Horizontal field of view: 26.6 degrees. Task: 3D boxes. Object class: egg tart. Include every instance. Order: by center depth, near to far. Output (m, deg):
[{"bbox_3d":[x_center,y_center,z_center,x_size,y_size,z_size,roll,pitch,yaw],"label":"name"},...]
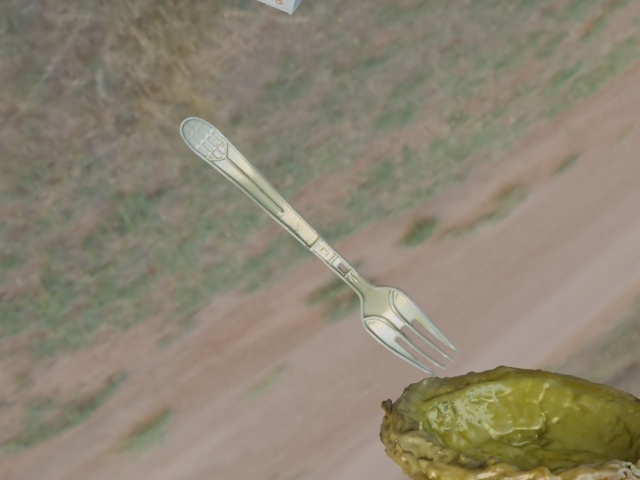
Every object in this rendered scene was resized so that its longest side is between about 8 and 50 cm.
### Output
[{"bbox_3d":[0.135,0.144,0.847,0.212,0.212,0.090,-13,114,-55],"label":"egg tart"}]

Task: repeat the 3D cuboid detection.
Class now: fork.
[{"bbox_3d":[-0.001,0.001,0.815,0.034,0.219,0.028,-46,-179,15],"label":"fork"}]

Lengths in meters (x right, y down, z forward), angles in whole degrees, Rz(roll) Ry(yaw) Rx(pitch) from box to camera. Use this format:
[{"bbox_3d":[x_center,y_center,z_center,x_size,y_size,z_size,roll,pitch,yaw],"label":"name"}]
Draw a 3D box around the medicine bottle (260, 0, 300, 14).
[{"bbox_3d":[-0.097,-0.322,1.327,0.171,0.201,0.052,109,5,-55],"label":"medicine bottle"}]
